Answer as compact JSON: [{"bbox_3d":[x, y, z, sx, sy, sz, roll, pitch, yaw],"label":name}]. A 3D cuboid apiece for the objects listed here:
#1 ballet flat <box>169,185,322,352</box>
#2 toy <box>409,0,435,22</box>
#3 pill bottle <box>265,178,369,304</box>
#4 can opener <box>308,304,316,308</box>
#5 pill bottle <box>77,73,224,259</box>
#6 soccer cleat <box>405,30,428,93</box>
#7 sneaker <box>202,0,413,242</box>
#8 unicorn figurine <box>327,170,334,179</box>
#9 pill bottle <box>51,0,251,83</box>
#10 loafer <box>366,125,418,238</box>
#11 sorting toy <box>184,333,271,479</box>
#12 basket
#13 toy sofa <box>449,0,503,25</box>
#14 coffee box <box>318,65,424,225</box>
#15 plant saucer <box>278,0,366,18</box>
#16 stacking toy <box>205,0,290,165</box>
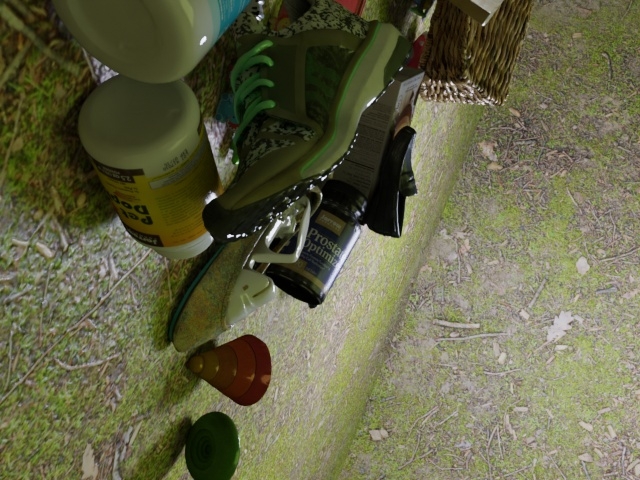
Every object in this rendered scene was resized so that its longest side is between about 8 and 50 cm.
[{"bbox_3d":[-0.100,0.030,1.179,0.123,0.123,0.348,86,29,-57],"label":"ballet flat"},{"bbox_3d":[0.256,-0.608,1.697,0.237,0.056,0.137,-66,169,7],"label":"toy"},{"bbox_3d":[0.000,0.000,1.444,0.219,0.123,0.122,-61,163,-17],"label":"pill bottle"},{"bbox_3d":[-0.035,0.072,1.569,0.073,0.059,0.186,-22,144,-5],"label":"can opener"},{"bbox_3d":[-0.167,-0.068,0.811,0.215,0.117,0.117,83,31,-59],"label":"pill bottle"},{"bbox_3d":[0.209,-0.381,1.796,0.248,0.083,0.095,-60,176,-28],"label":"soccer cleat"},{"bbox_3d":[-0.050,-0.157,0.851,0.158,0.182,0.410,-40,-166,43],"label":"sneaker"},{"bbox_3d":[-0.013,-0.125,1.379,0.111,0.060,0.161,74,36,-72],"label":"unicorn figurine"},{"bbox_3d":[-0.110,-0.272,0.689,0.146,0.146,0.264,89,25,-53],"label":"pill bottle"},{"bbox_3d":[0.153,-0.110,1.489,0.076,0.078,0.223,-33,141,-60],"label":"loafer"},{"bbox_3d":[-0.208,0.320,1.270,0.126,0.127,0.365,18,96,-46],"label":"sorting toy"},{"bbox_3d":[0.288,-0.453,1.636,0.214,0.223,0.299,18,88,-45],"label":"basket"},{"bbox_3d":[0.225,-0.508,1.319,0.177,0.150,0.363,-54,157,21],"label":"toy sofa"},{"bbox_3d":[0.098,-0.201,1.551,0.168,0.119,0.297,-40,147,-60],"label":"coffee box"},{"bbox_3d":[0.003,-0.326,1.201,0.259,0.048,0.258,-8,117,-72],"label":"plant saucer"},{"bbox_3d":[-0.097,-0.203,1.005,0.167,0.052,0.221,-9,119,-73],"label":"stacking toy"}]
